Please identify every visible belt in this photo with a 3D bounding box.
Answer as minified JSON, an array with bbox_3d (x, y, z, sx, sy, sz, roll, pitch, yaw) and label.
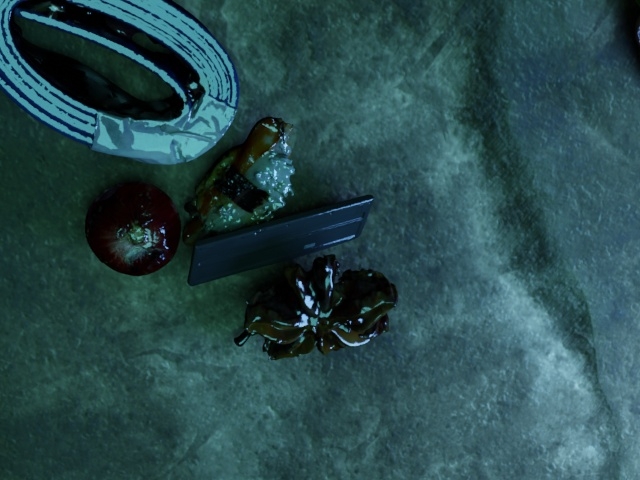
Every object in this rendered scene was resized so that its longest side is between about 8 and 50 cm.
[{"bbox_3d":[-0.273,-0.230,1.455,0.346,0.117,0.213,25,100,-20],"label":"belt"}]

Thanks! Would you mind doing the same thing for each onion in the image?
[{"bbox_3d":[-0.248,-0.016,1.537,0.131,0.131,0.131,-4,110,-12],"label":"onion"}]

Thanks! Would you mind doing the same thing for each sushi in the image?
[{"bbox_3d":[-0.102,-0.066,1.561,0.226,0.103,0.097,-45,149,19],"label":"sushi"}]

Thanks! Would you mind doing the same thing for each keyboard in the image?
[{"bbox_3d":[-0.004,-0.011,1.601,0.381,0.041,0.103,-10,145,-22],"label":"keyboard"}]

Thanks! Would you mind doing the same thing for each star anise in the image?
[{"bbox_3d":[-0.002,0.088,1.617,0.220,0.190,0.126,1,66,-15],"label":"star anise"}]

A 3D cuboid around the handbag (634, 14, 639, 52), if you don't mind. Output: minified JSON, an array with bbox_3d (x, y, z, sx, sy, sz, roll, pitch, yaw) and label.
[{"bbox_3d":[0.562,-0.313,1.577,0.275,0.084,0.260,-47,151,3],"label":"handbag"}]

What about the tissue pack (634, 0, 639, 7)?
[{"bbox_3d":[0.446,-0.441,1.548,0.235,0.073,0.173,42,92,-23],"label":"tissue pack"}]
